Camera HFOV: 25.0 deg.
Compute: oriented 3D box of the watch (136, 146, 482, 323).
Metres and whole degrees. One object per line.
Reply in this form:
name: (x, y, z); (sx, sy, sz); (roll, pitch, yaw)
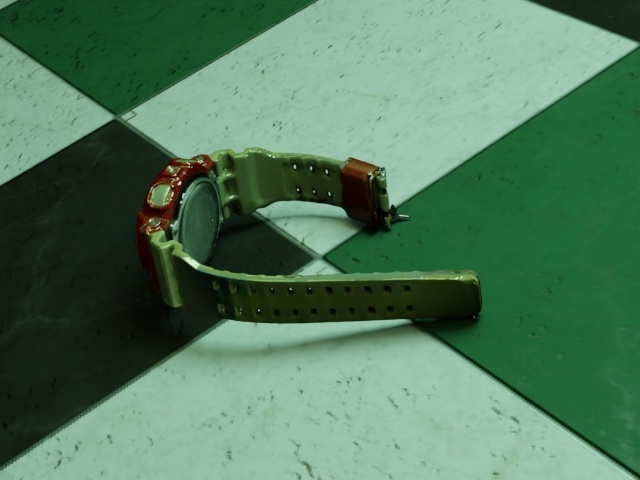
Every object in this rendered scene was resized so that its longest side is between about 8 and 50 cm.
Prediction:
watch: (-0.006, -0.004, 1.094); (0.268, 0.102, 0.165); (1, 38, 13)
